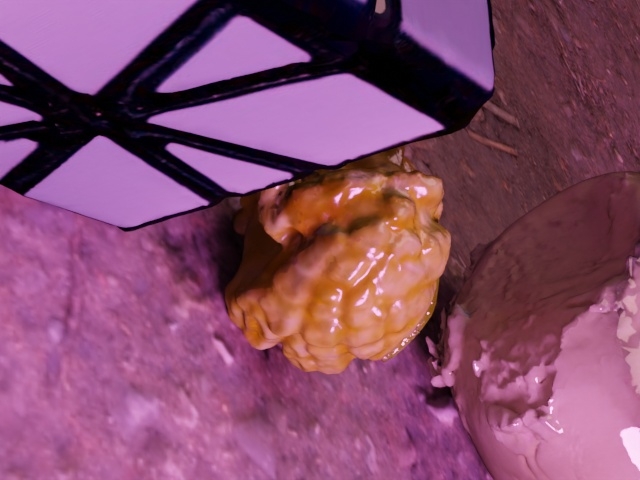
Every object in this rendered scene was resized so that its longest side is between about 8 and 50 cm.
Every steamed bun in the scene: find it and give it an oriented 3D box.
[{"bbox_3d":[0.243,0.129,0.902,0.312,0.233,0.334,56,39,-13],"label":"steamed bun"}]

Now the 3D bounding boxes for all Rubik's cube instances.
[{"bbox_3d":[-0.103,-0.191,0.540,0.293,0.288,0.283,18,65,-47],"label":"Rubik's cube"}]

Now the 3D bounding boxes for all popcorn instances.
[{"bbox_3d":[0.008,0.003,0.729,0.142,0.173,0.173,-1,65,-39],"label":"popcorn"}]

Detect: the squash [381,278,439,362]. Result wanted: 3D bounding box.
[{"bbox_3d":[0.055,-0.025,0.886,0.192,0.085,0.184,56,31,-13],"label":"squash"}]
